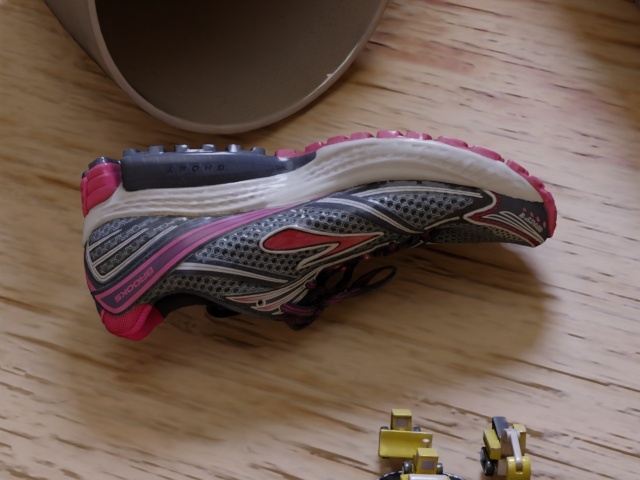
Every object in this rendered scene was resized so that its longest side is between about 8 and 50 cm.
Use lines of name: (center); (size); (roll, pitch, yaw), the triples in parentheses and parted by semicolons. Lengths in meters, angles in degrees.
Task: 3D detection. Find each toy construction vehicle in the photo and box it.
toy construction vehicle: (0.077, 0.118, 1.140); (0.086, 0.035, 0.098); (3, 12, -1)

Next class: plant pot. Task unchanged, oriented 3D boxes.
plant pot: (-0.121, -0.243, 1.409); (0.256, 0.256, 0.274); (-35, 40, -19)

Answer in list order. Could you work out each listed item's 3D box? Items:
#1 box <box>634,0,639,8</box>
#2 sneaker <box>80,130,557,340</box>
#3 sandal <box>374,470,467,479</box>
box: (0.238, -0.273, 1.399); (0.121, 0.148, 0.311); (-27, 50, 3)
sneaker: (0.000, 0.000, 1.250); (0.299, 0.121, 0.112); (-5, 77, 6)
sandal: (0.096, 0.177, 1.106); (0.067, 0.040, 0.179); (-38, 53, -21)
